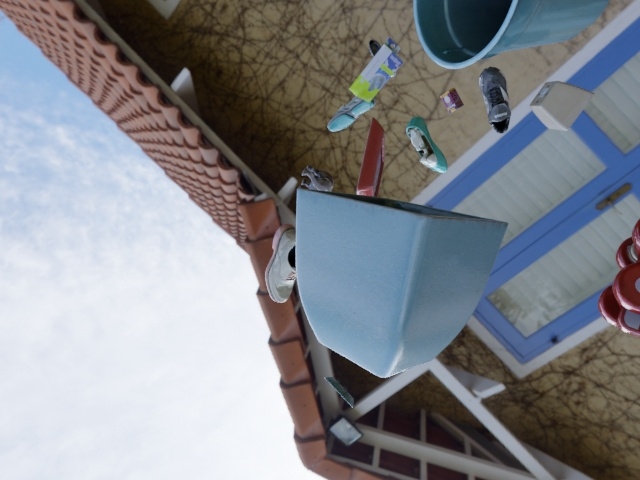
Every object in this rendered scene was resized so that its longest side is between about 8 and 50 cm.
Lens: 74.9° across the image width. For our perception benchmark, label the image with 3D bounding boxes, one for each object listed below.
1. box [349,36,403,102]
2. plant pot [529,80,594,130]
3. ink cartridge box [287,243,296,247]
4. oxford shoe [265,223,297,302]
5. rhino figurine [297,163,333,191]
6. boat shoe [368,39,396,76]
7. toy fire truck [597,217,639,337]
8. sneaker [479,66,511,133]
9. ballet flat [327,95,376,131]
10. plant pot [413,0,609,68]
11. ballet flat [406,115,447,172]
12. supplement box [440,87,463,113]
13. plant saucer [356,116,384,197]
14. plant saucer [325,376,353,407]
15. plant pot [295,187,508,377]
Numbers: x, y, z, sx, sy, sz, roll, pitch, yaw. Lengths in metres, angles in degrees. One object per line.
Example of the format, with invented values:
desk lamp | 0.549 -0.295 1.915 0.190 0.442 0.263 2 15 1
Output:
box | 0.174 -0.506 1.252 0.042 0.178 0.109 50 -155 15
plant pot | 0.640 -0.372 1.133 0.096 0.109 0.109 29 -162 -6
ink cartridge box | 0.000 0.000 1.636 0.224 0.181 0.056 -28 -84 -58
oxford shoe | -0.152 0.131 1.882 0.140 0.397 0.146 -13 -146 -34
rhino figurine | -0.020 -0.163 1.388 0.106 0.243 0.073 28 -113 0
boat shoe | 0.204 -0.612 1.403 0.142 0.049 0.040 58 -162 7
toy fire truck | 0.745 0.088 0.845 0.253 0.302 0.169 23 166 28
sneaker | 0.554 -0.428 1.305 0.234 0.078 0.106 50 -146 -45
ballet flat | 0.108 -0.460 1.472 0.072 0.213 0.068 18 -120 -40
plant pot | 0.445 -0.583 0.946 0.334 0.341 0.341 -13 -126 -21
ballet flat | 0.390 -0.342 1.567 0.087 0.083 0.247 -44 -70 -30
supplement box | 0.543 -0.578 1.727 0.043 0.055 0.083 -34 -85 -25
plant saucer | 0.174 -0.228 1.387 0.047 0.259 0.258 10 164 12
plant saucer | 0.062 0.453 1.264 0.119 0.021 0.119 44 168 12
plant pot | 0.109 0.065 0.673 0.247 0.253 0.247 1 -168 -44
